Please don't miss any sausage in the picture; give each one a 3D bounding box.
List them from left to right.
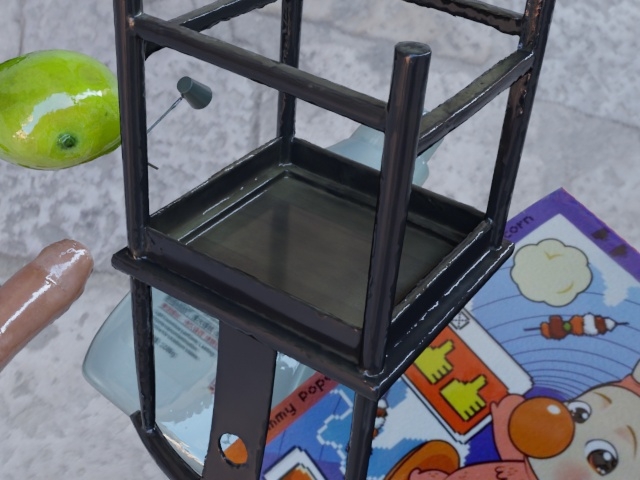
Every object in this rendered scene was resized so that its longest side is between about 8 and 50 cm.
[{"bbox_3d":[-0.326,0.104,0.960,0.078,0.078,0.304,39,45,-8],"label":"sausage"}]

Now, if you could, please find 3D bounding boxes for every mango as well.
[{"bbox_3d":[-0.139,-0.067,0.488,0.073,0.108,0.056,-20,111,-23],"label":"mango"}]

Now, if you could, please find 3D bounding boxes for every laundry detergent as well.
[{"bbox_3d":[-0.006,0.042,0.915,0.264,0.125,0.398,35,76,15],"label":"laundry detergent"}]

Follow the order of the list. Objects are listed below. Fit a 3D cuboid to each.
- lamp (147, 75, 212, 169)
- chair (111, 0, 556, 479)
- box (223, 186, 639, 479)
[{"bbox_3d":[-0.179,-0.143,1.142,0.041,0.054,0.121,35,89,27],"label":"lamp"},{"bbox_3d":[0.000,0.000,0.445,0.154,0.260,0.141,24,39,25],"label":"chair"},{"bbox_3d":[0.170,0.211,0.638,0.318,0.257,0.349,-36,55,-5],"label":"box"}]
